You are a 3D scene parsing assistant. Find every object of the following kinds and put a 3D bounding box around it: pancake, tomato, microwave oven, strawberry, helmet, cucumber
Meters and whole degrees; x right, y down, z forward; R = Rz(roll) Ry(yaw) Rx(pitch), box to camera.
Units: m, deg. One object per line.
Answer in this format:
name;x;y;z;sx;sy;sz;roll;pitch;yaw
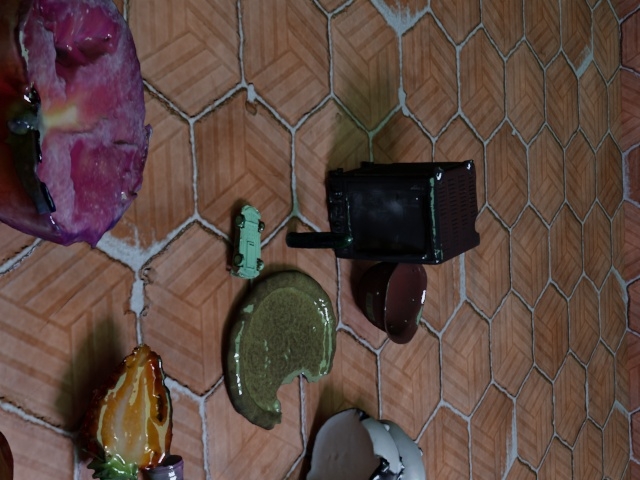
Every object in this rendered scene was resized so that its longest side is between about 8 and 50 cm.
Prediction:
pancake;-0.063;0.191;1.544;0.288;0.033;0.286;23;71;-50
tomato;-0.344;-0.154;1.084;0.290;0.176;0.334;-34;119;-69
microwave oven;0.155;-0.058;1.657;0.188;0.247;0.178;-16;105;-50
strawberry;-0.277;0.251;1.227;0.140;0.085;0.192;-24;103;-42
helmet;0.132;0.114;1.734;0.155;0.106;0.175;-38;124;-41
cucumber;0.000;0.000;1.545;0.032;0.133;0.032;-2;92;-54

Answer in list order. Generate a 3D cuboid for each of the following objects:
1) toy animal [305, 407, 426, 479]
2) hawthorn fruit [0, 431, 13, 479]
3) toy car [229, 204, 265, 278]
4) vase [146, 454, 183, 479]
toy animal;0.102;0.423;1.639;0.235;0.165;0.187;29;26;-43
hawthorn fruit;-0.469;0.263;0.839;0.308;0.325;0.308;58;5;-8
toy car;-0.124;0.003;1.466;0.059;0.035;0.121;16;68;-51
vase;-0.216;0.432;1.312;0.086;0.086;0.214;-14;96;-51
